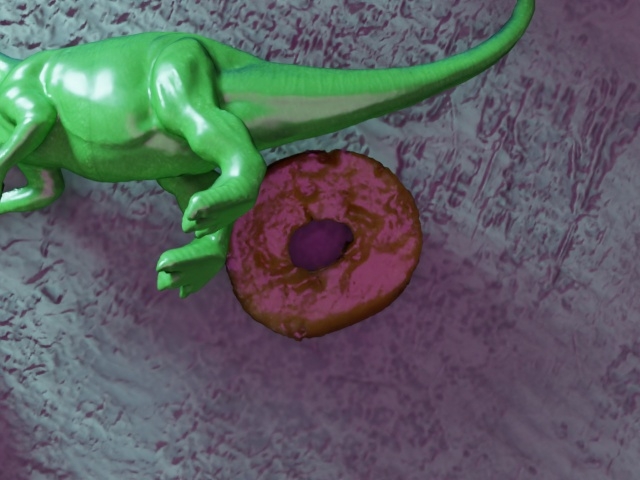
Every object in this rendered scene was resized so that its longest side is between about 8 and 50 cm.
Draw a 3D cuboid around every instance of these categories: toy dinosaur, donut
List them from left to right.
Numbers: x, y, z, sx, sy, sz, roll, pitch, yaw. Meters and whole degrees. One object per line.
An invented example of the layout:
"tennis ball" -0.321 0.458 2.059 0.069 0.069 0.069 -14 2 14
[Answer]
"toy dinosaur" -0.112 -0.162 0.996 0.500 0.144 0.374 -35 65 -15
"donut" 0.000 0.000 1.022 0.178 0.065 0.162 -14 95 -2
